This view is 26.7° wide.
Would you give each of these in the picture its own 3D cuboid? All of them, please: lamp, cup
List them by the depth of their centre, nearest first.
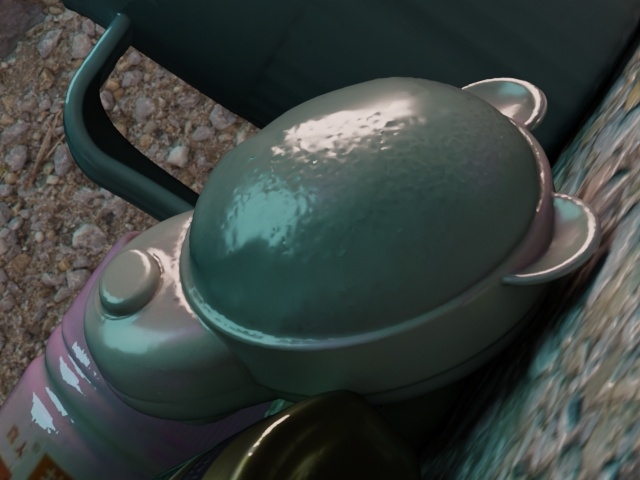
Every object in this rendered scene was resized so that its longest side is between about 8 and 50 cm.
[{"bbox_3d":[-0.002,-0.002,0.630,0.246,0.108,0.179,-21,32,9],"label":"lamp"},{"bbox_3d":[0.019,-0.153,0.871,0.257,0.311,0.331,-52,5,48],"label":"cup"}]

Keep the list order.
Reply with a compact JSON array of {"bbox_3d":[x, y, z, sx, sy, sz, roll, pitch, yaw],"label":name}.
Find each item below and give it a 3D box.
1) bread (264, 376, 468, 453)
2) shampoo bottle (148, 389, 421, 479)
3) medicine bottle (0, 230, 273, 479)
[{"bbox_3d":[0.011,0.092,0.732,0.232,0.064,0.172,-52,7,31],"label":"bread"},{"bbox_3d":[-0.092,0.168,0.654,0.350,0.084,0.125,-33,9,47],"label":"shampoo bottle"},{"bbox_3d":[-0.147,0.174,0.972,0.315,0.202,0.202,-56,3,10],"label":"medicine bottle"}]
